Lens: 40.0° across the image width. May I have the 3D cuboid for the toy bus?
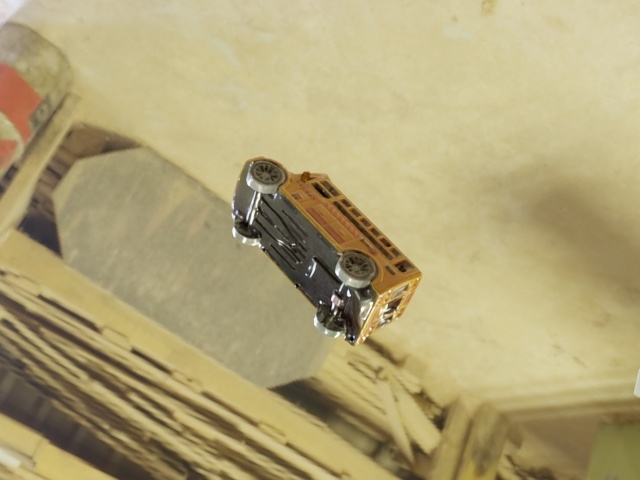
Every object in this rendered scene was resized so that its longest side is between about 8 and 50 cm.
[{"bbox_3d":[0.000,0.000,0.686,0.162,0.074,0.069,46,138,25],"label":"toy bus"}]

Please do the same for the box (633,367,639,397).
[{"bbox_3d":[0.327,0.101,0.758,0.090,0.024,0.166,30,146,33],"label":"box"}]
